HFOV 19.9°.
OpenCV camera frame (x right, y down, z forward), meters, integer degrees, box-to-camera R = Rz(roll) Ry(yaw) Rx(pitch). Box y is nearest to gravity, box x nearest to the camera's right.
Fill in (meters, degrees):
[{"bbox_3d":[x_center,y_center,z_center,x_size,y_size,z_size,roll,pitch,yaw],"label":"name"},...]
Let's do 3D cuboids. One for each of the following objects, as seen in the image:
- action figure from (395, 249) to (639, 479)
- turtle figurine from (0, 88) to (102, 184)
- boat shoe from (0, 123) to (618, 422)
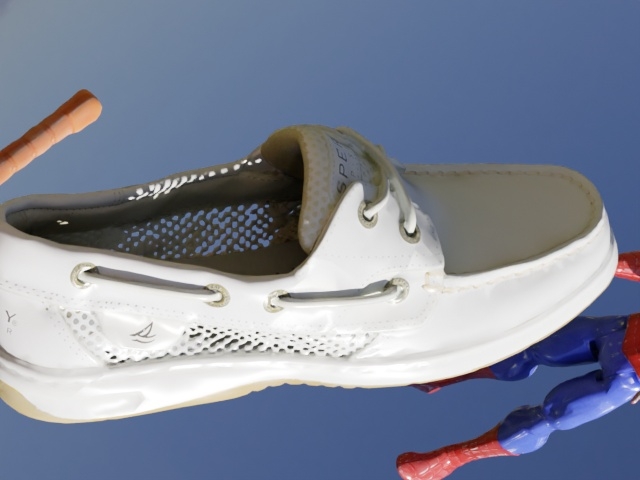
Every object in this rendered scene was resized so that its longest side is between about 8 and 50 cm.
[{"bbox_3d":[0.132,0.062,0.958,0.280,0.139,0.091,-21,-111,36],"label":"action figure"},{"bbox_3d":[-0.114,-0.161,0.533,0.087,0.217,0.269,15,-108,26],"label":"turtle figurine"},{"bbox_3d":[0.000,0.000,0.740,0.277,0.096,0.098,-12,-141,-19],"label":"boat shoe"}]
